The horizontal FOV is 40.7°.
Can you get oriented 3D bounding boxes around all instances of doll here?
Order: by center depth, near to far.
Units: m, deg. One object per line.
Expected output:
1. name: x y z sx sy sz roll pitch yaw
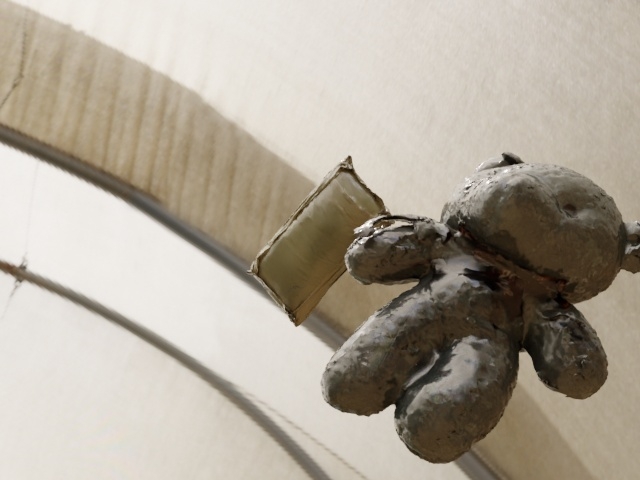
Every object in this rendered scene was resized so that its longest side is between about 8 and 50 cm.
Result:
1. doll: 0.149 0.034 0.752 0.246 0.340 0.158 32 -41 27

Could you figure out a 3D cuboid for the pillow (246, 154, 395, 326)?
1. pillow: 0.000 0.000 1.098 0.208 0.053 0.119 -47 -124 15
